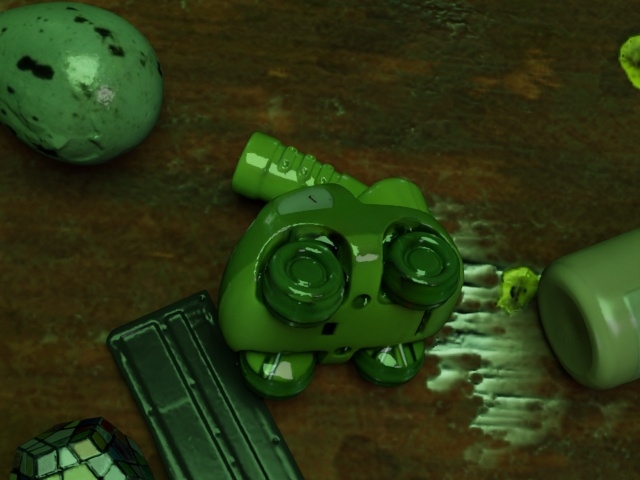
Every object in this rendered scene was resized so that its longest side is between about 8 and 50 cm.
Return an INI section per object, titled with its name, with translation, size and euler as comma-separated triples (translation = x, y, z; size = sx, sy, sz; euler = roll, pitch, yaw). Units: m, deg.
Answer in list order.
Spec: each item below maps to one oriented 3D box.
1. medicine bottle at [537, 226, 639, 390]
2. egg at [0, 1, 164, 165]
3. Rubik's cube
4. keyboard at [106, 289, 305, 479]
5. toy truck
[medicine bottle]
translation = 0.310, 0.031, 1.090
size = 0.252, 0.114, 0.114
euler = -20, 74, -15
[egg]
translation = -0.207, -0.127, 1.068
size = 0.164, 0.131, 0.131
euler = 13, 68, 8
[Rubik's cube]
translation = -0.175, 0.183, 0.975
size = 0.111, 0.111, 0.093
euler = -20, 99, -15
[keyboard]
translation = -0.041, 0.216, 1.013
size = 0.103, 0.041, 0.381
euler = -23, 67, -18
[toy truck]
translation = 0.017, 0.012, 1.049
size = 0.187, 0.148, 0.210
euler = 9, 48, -7
